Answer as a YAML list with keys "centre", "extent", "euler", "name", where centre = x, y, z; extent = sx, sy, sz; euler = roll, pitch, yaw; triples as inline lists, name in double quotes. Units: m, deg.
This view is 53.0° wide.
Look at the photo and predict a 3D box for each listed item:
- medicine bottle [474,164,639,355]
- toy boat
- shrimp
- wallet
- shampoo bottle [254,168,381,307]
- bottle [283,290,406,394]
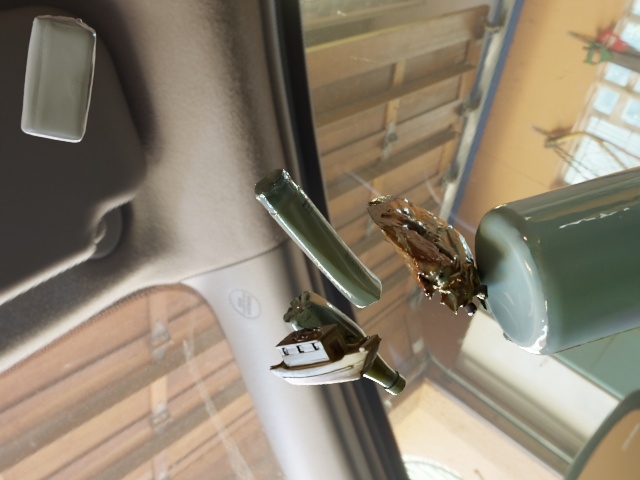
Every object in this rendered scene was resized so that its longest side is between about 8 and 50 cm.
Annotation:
- centre: [0.267, 0.009, 0.575]
  extent: [0.226, 0.139, 0.139]
  euler: [-16, -39, -6]
  name: "medicine bottle"
- centre: [0.003, 0.161, 0.922]
  extent: [0.057, 0.201, 0.077]
  euler: [-35, -76, -46]
  name: "toy boat"
- centre: [0.104, 0.011, 0.637]
  extent: [0.115, 0.217, 0.051]
  euler: [15, -65, -15]
  name: "shrimp"
- centre: [-0.392, -0.242, 0.967]
  extent: [0.095, 0.033, 0.189]
  euler: [9, -68, -23]
  name: "wallet"
- centre: [0.000, 0.000, 0.813]
  extent: [0.049, 0.072, 0.212]
  euler: [-33, -64, 20]
  name: "shampoo bottle"
- centre: [0.053, 0.191, 1.138]
  extent: [0.270, 0.083, 0.083]
  euler: [39, -95, -22]
  name: "bottle"
